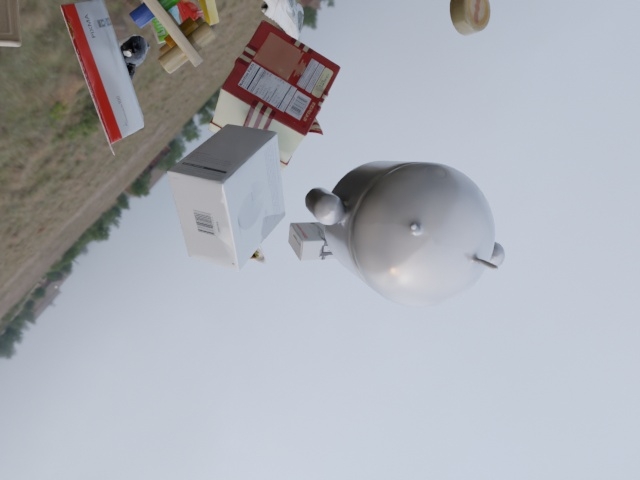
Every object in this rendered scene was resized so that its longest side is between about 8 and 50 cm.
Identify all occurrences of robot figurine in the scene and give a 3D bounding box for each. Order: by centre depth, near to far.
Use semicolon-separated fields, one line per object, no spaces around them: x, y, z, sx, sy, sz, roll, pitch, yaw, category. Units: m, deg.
0.123;-0.018;0.785;0.353;0.300;0.199;-144;-113;-75;robot figurine

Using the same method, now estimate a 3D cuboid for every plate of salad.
-0.230;0.002;1.481;0.048;0.200;0.200;-45;-164;-19;plate of salad

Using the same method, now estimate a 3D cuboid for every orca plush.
-0.601;-0.526;1.559;0.287;0.102;0.151;-2;-168;32;orca plush

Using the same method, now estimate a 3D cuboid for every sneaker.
-0.123;-0.718;1.639;0.232;0.115;0.090;59;41;-69;sneaker

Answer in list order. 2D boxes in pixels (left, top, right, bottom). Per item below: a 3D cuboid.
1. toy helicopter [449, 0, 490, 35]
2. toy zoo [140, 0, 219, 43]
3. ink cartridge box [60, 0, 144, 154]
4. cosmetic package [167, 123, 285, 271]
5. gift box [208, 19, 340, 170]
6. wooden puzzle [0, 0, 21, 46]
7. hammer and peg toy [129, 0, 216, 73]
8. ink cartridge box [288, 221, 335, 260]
0.239;-0.544;0.909;0.235;0.354;0.140;-32;-158;-34;toy helicopter
-0.351;-0.607;1.277;0.293;0.192;0.030;6;-147;43;toy zoo
-0.494;-0.394;1.215;0.091;0.308;0.385;-18;-152;-14;ink cartridge box
-0.191;-0.098;1.133;0.138;0.224;0.224;14;-139;21;cosmetic package
-0.110;-0.329;1.313;0.255;0.276;0.258;-60;-170;-20;gift box
-0.725;-0.474;1.039;0.044;0.221;0.238;128;-49;-59;wooden puzzle
-0.363;-0.520;1.043;0.127;0.361;0.266;-37;-152;3;hammer and peg toy
0.000;0.000;1.387;0.109;0.151;0.063;-127;-140;-55;ink cartridge box
